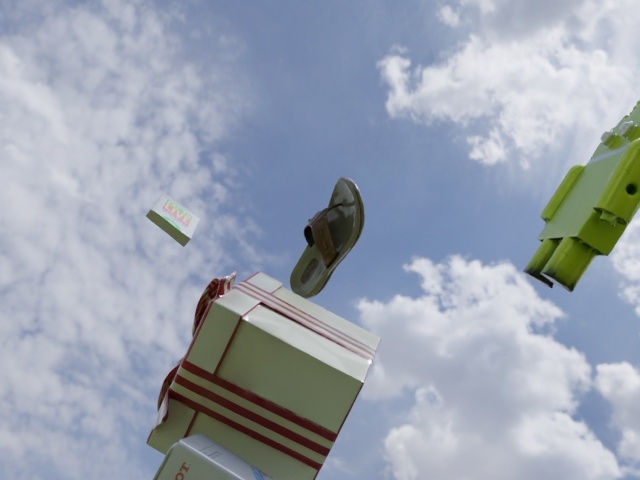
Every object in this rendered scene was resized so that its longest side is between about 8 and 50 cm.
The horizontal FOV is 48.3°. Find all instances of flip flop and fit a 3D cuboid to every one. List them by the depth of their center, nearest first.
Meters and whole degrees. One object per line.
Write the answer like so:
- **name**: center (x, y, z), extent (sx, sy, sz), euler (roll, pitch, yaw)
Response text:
- **flip flop**: center (0.000, 0.000, 1.437), extent (0.080, 0.112, 0.277), euler (9, -58, -41)

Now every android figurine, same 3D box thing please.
- **android figurine**: center (0.343, -0.065, 0.861), extent (0.056, 0.248, 0.273), euler (32, -88, 3)

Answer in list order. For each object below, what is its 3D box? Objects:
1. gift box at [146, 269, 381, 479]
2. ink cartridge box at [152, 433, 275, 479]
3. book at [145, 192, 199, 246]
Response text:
- **gift box**: center (-0.082, 0.192, 0.995), extent (0.258, 0.276, 0.255), euler (27, -84, 8)
- **ink cartridge box**: center (-0.099, 0.338, 0.796), extent (0.212, 0.093, 0.154), euler (28, -94, 11)
- **book**: center (-0.300, -0.043, 1.449), extent (0.096, 0.144, 0.035), euler (40, -79, -14)
